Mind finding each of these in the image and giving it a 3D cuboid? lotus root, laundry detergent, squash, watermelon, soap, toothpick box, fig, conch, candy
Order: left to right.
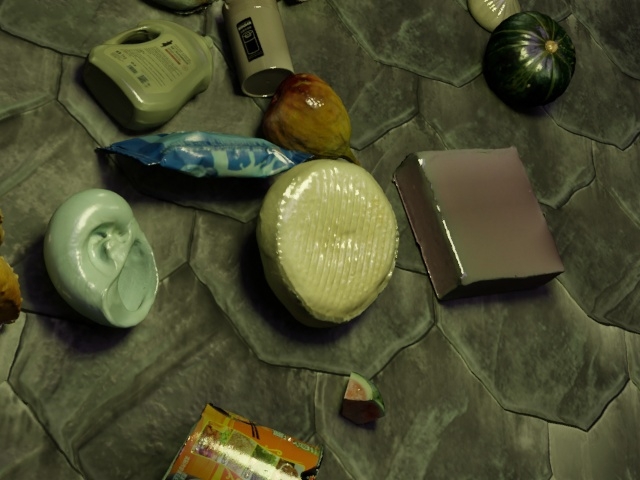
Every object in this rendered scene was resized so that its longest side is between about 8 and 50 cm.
[{"bbox_3d":[-0.331,0.032,1.449,0.184,0.121,0.221,4,70,-34],"label":"conch"},{"bbox_3d":[-0.285,-0.309,1.689,0.181,0.091,0.253,45,50,5],"label":"laundry detergent"},{"bbox_3d":[-0.272,-0.476,1.795,0.165,0.088,0.088,18,56,-28],"label":"lotus root"},{"bbox_3d":[-0.191,-0.149,1.618,0.331,0.187,0.077,-1,102,-35],"label":"candy"},{"bbox_3d":[-0.119,-0.377,1.817,0.111,0.111,0.181,-1,67,-32],"label":"toothpick box"},{"bbox_3d":[0.005,-0.194,1.791,0.257,0.159,0.159,43,47,-31],"label":"fig"},{"bbox_3d":[0.064,0.262,1.606,0.072,0.085,0.092,-20,36,-17],"label":"watermelon"},{"bbox_3d":[0.317,-0.040,1.899,0.285,0.107,0.296,-3,65,-33],"label":"soap"},{"bbox_3d":[0.475,-0.409,2.162,0.218,0.172,0.218,14,63,-30],"label":"squash"}]

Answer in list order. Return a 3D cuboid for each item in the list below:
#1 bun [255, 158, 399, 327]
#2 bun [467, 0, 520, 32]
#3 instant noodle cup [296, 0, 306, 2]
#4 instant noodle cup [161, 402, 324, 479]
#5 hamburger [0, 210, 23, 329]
[{"bbox_3d":[0.000,0.000,1.640,0.287,0.146,0.288,-2,94,-35],"label":"bun"},{"bbox_3d":[0.428,-0.569,2.275,0.138,0.094,0.138,16,58,-28],"label":"bun"},{"bbox_3d":[-0.017,-0.621,1.944,0.250,0.250,0.192,-31,91,-39],"label":"instant noodle cup"},{"bbox_3d":[-0.126,0.348,1.347,0.182,0.230,0.230,30,52,-1],"label":"instant noodle cup"},{"bbox_3d":[-0.590,-0.015,1.214,0.445,0.287,0.268,-2,63,-35],"label":"hamburger"}]
